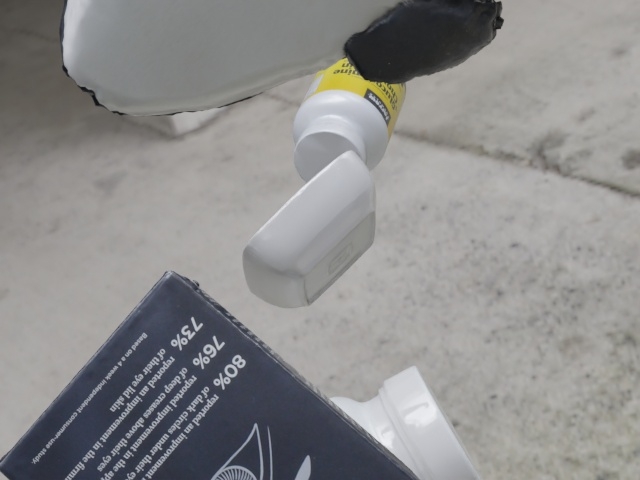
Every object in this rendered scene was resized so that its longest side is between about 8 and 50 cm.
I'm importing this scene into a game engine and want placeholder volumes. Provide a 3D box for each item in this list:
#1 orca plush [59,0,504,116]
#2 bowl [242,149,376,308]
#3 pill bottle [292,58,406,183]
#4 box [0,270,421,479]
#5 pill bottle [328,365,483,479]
[{"bbox_3d":[0.020,-0.159,0.409,0.287,0.151,0.102,-54,19,30],"label":"orca plush"},{"bbox_3d":[0.000,0.000,1.106,0.053,0.142,0.142,42,75,15],"label":"bowl"},{"bbox_3d":[0.029,-0.131,1.340,0.103,0.103,0.184,-9,31,21],"label":"pill bottle"},{"bbox_3d":[-0.059,0.140,0.746,0.153,0.207,0.108,-48,-1,-4],"label":"box"},{"bbox_3d":[-0.005,0.233,1.067,0.278,0.162,0.162,-30,25,3],"label":"pill bottle"}]
